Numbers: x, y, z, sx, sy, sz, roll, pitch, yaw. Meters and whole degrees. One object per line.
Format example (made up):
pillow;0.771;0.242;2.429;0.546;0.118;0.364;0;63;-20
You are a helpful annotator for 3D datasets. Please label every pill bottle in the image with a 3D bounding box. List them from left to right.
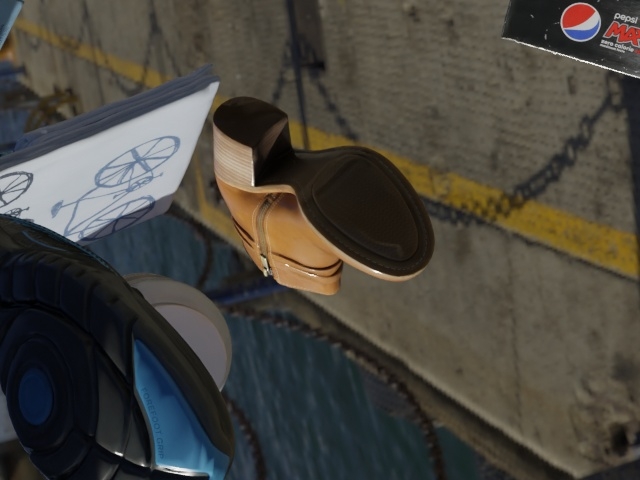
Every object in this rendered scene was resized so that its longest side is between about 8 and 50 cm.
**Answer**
pill bottle;-0.206;0.133;1.428;0.318;0.176;0.176;-176;74;-76

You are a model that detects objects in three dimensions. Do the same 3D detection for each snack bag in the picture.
snack bag;-0.264;-0.026;1.025;0.037;0.342;0.323;61;159;8

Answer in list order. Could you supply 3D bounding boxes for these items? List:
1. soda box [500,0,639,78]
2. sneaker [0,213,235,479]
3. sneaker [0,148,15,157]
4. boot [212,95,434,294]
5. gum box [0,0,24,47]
soda box;0.222;-0.157;0.835;0.053;0.169;0.060;-52;-22;-57
sneaker;-0.151;0.057;0.749;0.341;0.139;0.125;32;106;39
sneaker;-0.414;-0.109;1.646;0.098;0.069;0.038;5;88;43
boot;0.000;0.000;1.166;0.283;0.109;0.220;31;150;26
gum box;-0.413;-0.207;1.193;0.041;0.184;0.157;37;104;23
